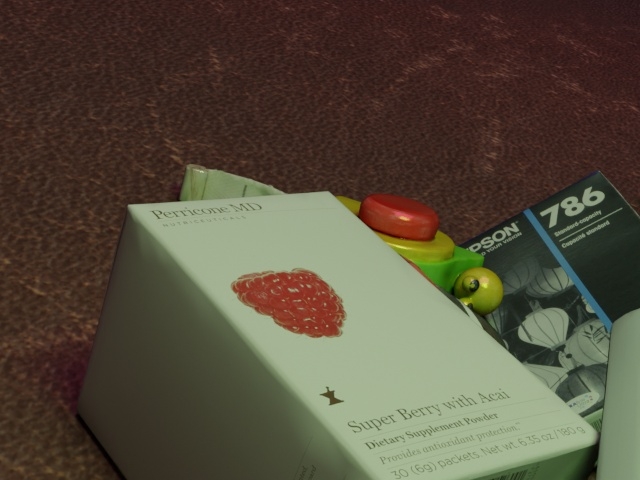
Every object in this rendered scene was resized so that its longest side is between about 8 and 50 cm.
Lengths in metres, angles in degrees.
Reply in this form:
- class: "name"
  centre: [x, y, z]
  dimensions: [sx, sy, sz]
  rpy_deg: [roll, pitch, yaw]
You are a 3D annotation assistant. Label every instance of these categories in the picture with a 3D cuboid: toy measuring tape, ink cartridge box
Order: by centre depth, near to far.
- class: "toy measuring tape"
  centre: [0.000, 0.000, 1.135]
  dimensions: [0.330, 0.121, 0.121]
  rpy_deg: [20, 26, 20]
- class: "ink cartridge box"
  centre: [0.221, 0.044, 1.140]
  dimensions: [0.165, 0.065, 0.333]
  rpy_deg: [-29, 34, 2]

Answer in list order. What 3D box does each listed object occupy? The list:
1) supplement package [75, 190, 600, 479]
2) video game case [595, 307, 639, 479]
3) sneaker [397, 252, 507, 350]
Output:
- class: "supplement package"
  centre: [-0.003, 0.116, 0.837]
  dimensions: [0.177, 0.175, 0.293]
  rpy_deg: [-6, 36, -39]
- class: "video game case"
  centre: [0.250, 0.230, 0.750]
  dimensions: [0.300, 0.036, 0.329]
  rpy_deg: [54, 26, -12]
- class: "sneaker"
  centre: [0.110, 0.128, 0.960]
  dimensions: [0.135, 0.097, 0.276]
  rpy_deg: [24, 29, -55]
